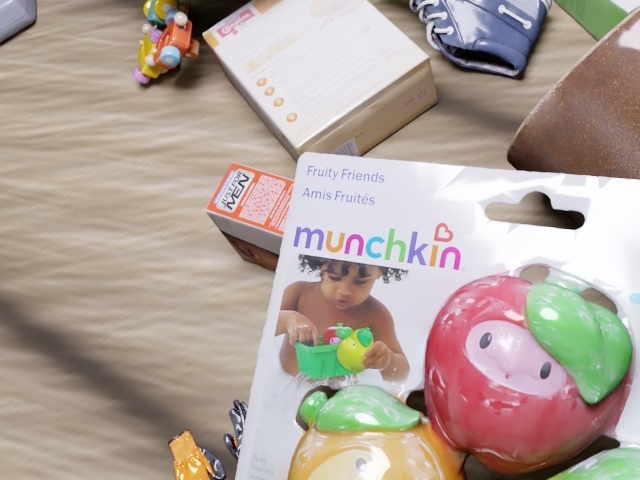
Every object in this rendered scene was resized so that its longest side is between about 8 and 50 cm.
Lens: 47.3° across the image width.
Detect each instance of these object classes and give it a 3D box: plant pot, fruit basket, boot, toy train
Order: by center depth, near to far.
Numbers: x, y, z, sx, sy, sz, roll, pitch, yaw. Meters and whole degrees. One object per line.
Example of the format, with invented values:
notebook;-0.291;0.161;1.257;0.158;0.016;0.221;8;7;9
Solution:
fruit basket;0.092;0.126;0.422;0.327;0.165;0.353;9;88;24
plant pot;0.282;-0.035;0.483;0.215;0.215;0.230;-34;73;-3
boot;0.112;-0.219;0.672;0.190;0.069;0.086;20;80;8
toy train;-0.151;-0.229;0.765;0.125;0.046;0.166;-37;45;46

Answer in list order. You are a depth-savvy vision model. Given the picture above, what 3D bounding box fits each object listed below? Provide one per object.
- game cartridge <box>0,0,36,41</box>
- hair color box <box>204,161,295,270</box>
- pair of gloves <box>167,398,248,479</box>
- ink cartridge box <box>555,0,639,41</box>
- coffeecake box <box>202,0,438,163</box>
game cartridge;-0.478;-0.333;0.937;0.198;0.062;0.297;-31;59;-6
hair color box;0.000;0.000;0.596;0.167;0.093;0.053;19;70;25
pair of gloves;-0.076;0.170;0.576;0.083;0.010;0.074;-30;59;-1
ink cartridge box;0.261;-0.275;0.683;0.109;0.062;0.209;-31;59;-1
coffeecake box;-0.003;-0.166;0.699;0.142;0.068;0.185;-35;59;-4
